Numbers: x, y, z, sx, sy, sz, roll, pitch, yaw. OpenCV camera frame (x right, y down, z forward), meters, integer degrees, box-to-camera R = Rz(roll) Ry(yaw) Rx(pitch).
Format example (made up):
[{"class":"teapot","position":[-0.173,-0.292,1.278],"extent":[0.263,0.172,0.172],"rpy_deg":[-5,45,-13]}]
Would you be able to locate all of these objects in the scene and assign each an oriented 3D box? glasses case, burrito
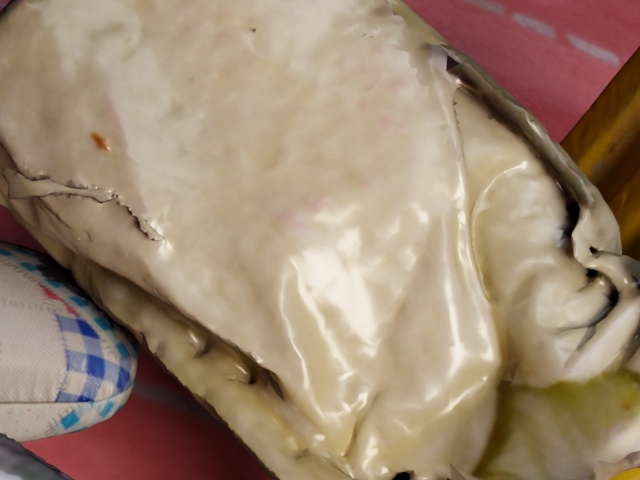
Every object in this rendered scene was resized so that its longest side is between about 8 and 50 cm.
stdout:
[{"class":"glasses case","position":[-0.232,0.039,0.821],"extent":[0.327,0.076,0.125],"rpy_deg":[2,23,-33]},{"class":"burrito","position":[-0.002,0.003,0.838],"extent":[0.332,0.135,0.190],"rpy_deg":[43,74,14]}]

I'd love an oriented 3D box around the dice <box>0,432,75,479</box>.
[{"class":"dice","position":[-0.148,0.186,0.684],"extent":[0.181,0.183,0.182],"rpy_deg":[45,46,8]}]

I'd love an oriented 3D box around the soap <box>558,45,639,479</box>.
[{"class":"soap","position":[0.160,0.035,0.907],"extent":[0.096,0.324,0.204],"rpy_deg":[16,48,-21]}]
